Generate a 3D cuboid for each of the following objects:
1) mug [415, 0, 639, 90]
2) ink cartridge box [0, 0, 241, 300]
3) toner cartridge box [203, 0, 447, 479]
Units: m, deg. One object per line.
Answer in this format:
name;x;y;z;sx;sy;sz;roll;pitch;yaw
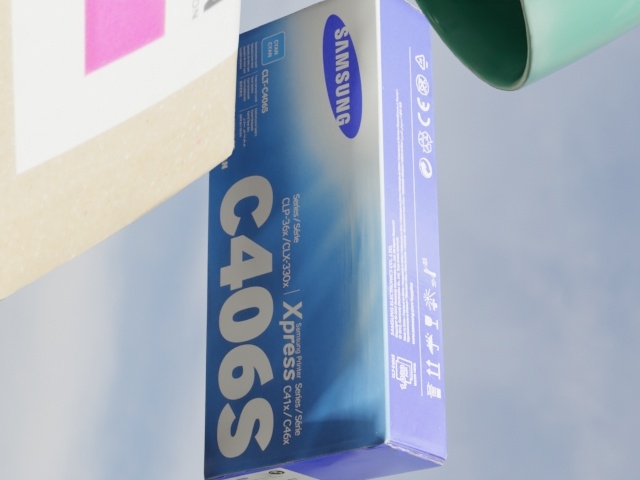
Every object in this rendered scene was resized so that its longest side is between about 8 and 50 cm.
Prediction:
mug;0.076;-0.146;0.601;0.158;0.097;0.129;63;-9;-5
ink cartridge box;-0.108;-0.132;0.337;0.193;0.088;0.235;29;-48;27
toner cartridge box;0.000;0.000;1.191;0.165;0.075;0.348;-16;-117;34
